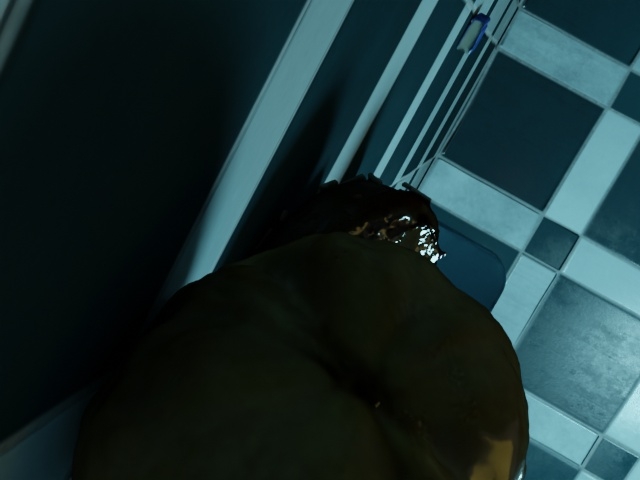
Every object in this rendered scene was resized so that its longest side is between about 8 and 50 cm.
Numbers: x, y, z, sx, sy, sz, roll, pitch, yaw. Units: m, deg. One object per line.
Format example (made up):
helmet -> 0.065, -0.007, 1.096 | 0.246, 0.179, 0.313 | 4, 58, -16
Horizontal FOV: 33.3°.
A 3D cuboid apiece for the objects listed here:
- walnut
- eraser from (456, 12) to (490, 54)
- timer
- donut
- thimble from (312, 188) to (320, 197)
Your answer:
walnut -> -0.018, 0.160, 0.736 | 0.306, 0.306, 0.344 | -56, 170, -37
eraser -> 0.271, -0.365, 1.886 | 0.063, 0.027, 0.085 | -61, 174, 23
timer -> 0.098, 0.070, 1.433 | 0.232, 0.250, 0.091 | -61, 173, 10
donut -> 0.013, 0.056, 1.052 | 0.269, 0.103, 0.270 | -36, 147, -28
thimble -> 0.000, 0.000, 1.167 | 0.110, 0.062, 0.084 | -59, 175, -7
